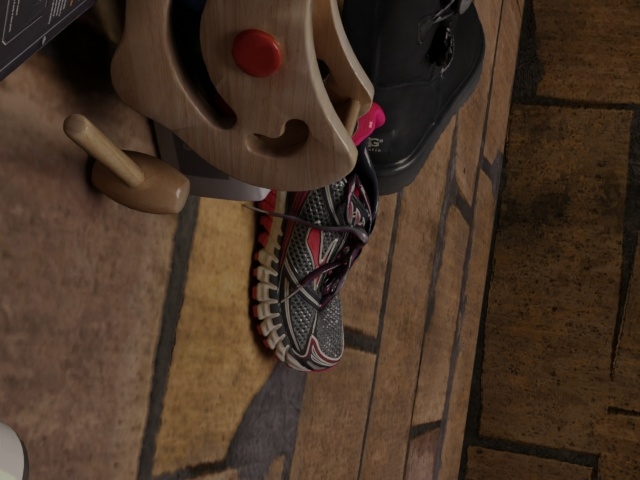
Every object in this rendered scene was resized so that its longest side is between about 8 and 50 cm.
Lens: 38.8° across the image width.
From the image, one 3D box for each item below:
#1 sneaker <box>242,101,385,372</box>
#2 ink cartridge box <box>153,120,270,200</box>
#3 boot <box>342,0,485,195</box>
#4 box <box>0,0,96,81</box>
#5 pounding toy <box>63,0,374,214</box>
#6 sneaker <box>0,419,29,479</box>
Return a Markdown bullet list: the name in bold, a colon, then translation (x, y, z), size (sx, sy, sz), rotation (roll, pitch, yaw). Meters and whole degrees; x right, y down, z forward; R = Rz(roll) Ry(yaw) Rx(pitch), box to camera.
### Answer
- **sneaker**: translation (0.000, 0.000, 0.876), size (0.121, 0.111, 0.299), rotation (-52, 145, -56)
- **ink cartridge box**: translation (-0.030, -0.261, 0.728), size (0.385, 0.091, 0.308), rotation (-59, 150, -48)
- **boot**: translation (0.111, -0.321, 0.905), size (0.445, 0.146, 0.367), rotation (91, 14, -46)
- **box**: translation (-0.119, -0.188, 0.389), size (0.231, 0.056, 0.183), rotation (-59, -178, 45)
- **pounding toy**: translation (-0.041, -0.092, 0.509), size (0.270, 0.154, 0.155), rotation (115, -6, -45)
- **sneaker**: translation (-0.229, 0.166, 0.332), size (0.124, 0.107, 0.283), rotation (55, 40, -42)
